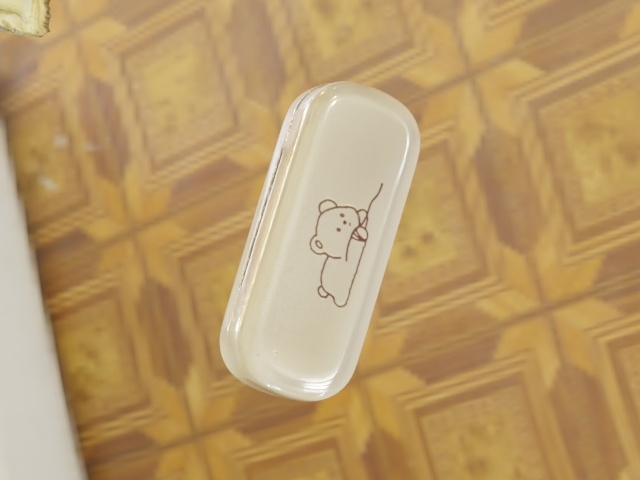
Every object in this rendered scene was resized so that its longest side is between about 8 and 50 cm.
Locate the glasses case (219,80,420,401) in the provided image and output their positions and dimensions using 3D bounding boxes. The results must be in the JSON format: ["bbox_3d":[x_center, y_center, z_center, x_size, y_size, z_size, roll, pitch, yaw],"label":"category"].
[{"bbox_3d":[0.000,0.000,1.207,0.050,0.083,0.196,-6,67,66],"label":"glasses case"}]

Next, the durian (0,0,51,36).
[{"bbox_3d":[-0.239,-0.169,1.337,0.130,0.066,0.052,26,140,-2],"label":"durian"}]
